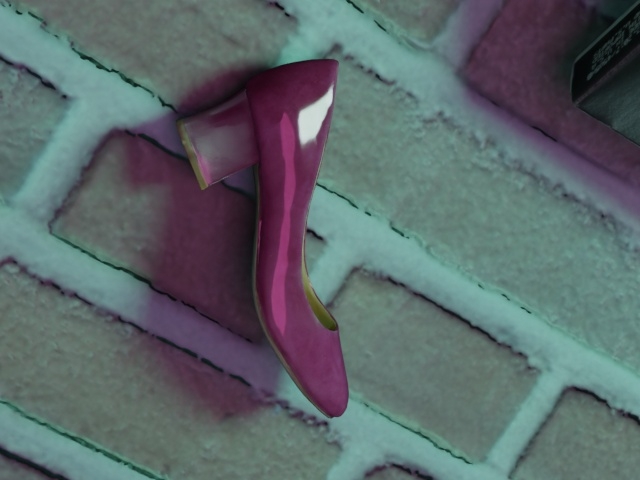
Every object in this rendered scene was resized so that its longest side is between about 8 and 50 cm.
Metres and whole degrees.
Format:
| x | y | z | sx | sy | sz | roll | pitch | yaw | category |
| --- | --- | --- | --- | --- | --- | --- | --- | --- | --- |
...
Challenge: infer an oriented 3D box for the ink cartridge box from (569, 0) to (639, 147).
| x | y | z | sx | sy | sz | roll | pitch | yaw | category |
| --- | --- | --- | --- | --- | --- | --- | --- | --- | --- |
| 0.377 | -0.118 | 1.153 | 0.307 | 0.072 | 0.303 | 30 | 132 | -17 | ink cartridge box |

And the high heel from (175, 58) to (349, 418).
| x | y | z | sx | sy | sz | roll | pitch | yaw | category |
| --- | --- | --- | --- | --- | --- | --- | --- | --- | --- |
| 0.000 | 0.000 | 1.199 | 0.117 | 0.082 | 0.244 | -23 | 100 | 2 | high heel |
